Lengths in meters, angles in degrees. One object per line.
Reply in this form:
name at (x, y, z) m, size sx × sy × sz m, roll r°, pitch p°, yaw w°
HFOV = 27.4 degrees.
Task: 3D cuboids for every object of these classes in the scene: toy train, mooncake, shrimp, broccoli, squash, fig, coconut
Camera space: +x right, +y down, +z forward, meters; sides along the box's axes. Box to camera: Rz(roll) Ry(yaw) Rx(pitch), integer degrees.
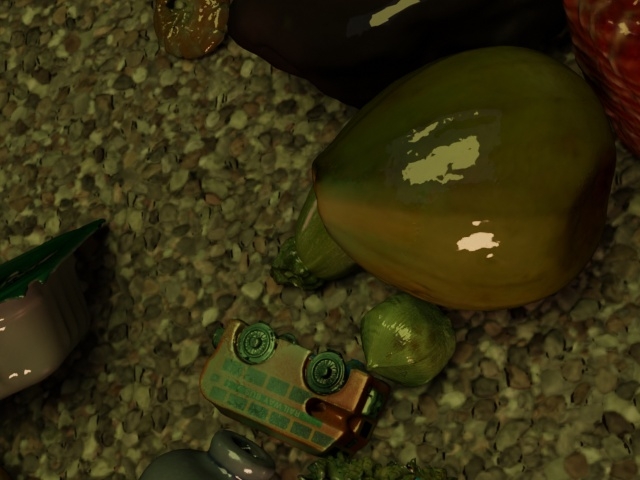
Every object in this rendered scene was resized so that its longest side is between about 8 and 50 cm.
toy train at (-0.029, 0.141, 1.267) m, size 0.188 × 0.072 × 0.099 m, roll 19°, pitch 85°, yaw 26°
mooncake at (0.092, -0.313, 1.296) m, size 0.350 × 0.212 × 0.381 m, roll 16°, pitch 82°, yaw 38°
shrimp at (-0.156, -0.282, 1.497) m, size 0.099 × 0.041 × 0.180 m, roll -35°, pitch 62°, yaw 24°
broccoli at (0.056, 0.256, 1.139) m, size 0.154 × 0.160 × 0.167 m, roll -26°, pitch 82°, yaw 11°
squash at (0.004, 0.008, 1.299) m, size 0.132 × 0.105 × 0.105 m, roll -51°, pitch 60°, yaw 14°
fig at (0.121, -0.057, 1.162) m, size 0.271 × 0.239 × 0.239 m, roll 0°, pitch 66°, yaw -18°
coconut at (0.078, 0.094, 1.227) m, size 0.088 × 0.088 × 0.096 m, roll 34°, pitch 55°, yaw 29°

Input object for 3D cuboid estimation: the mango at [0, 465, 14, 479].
mango at (-0.363, 0.291, 1.335) m, size 0.136 × 0.099 × 0.227 m, roll -46°, pitch 69°, yaw 1°

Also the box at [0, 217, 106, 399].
box at (-0.373, 0.115, 1.356) m, size 0.336 × 0.264 × 0.106 m, roll -24°, pitch 102°, yaw 12°

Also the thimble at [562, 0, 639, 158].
thimble at (0.391, -0.213, 1.135) m, size 0.350 × 0.230 × 0.350 m, roll -8°, pitch 66°, yaw 19°

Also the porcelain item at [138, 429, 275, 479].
porcelain item at (-0.137, 0.296, 1.219) m, size 0.141 × 0.141 × 0.259 m, roll 37°, pitch 96°, yaw 29°
